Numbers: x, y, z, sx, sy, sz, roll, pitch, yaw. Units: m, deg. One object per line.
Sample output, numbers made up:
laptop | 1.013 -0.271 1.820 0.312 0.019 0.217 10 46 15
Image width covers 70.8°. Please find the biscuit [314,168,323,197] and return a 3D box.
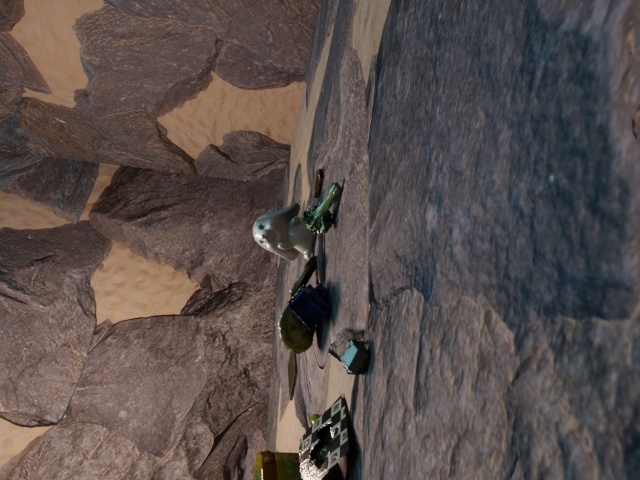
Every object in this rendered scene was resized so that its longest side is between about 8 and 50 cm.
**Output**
biscuit | -0.008 -0.249 1.975 0.119 0.019 0.130 -111 29 -69

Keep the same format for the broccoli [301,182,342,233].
broccoli | 0.018 -0.114 1.566 0.204 0.118 0.122 -56 -5 38

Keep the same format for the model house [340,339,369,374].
model house | 0.084 0.281 1.047 0.058 0.057 0.083 41 108 47

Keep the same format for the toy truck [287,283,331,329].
toy truck | -0.034 0.213 1.537 0.126 0.113 0.208 -42 4 10

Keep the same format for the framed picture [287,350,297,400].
framed picture | -0.141 0.634 2.236 0.250 0.016 0.184 -106 24 -64

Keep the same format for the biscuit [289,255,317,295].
biscuit | -0.055 0.141 1.780 0.182 0.034 0.215 -58 -6 8

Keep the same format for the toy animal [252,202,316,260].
toy animal | -0.144 -0.047 1.998 0.249 0.289 0.174 -61 12 9

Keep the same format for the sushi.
sushi | 0.020 0.523 1.141 0.193 0.040 0.210 -49 13 11

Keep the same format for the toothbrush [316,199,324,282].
toothbrush | 0.000 0.000 1.754 0.037 0.028 0.376 122 153 -53

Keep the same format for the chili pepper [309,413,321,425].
chili pepper | -0.014 0.589 1.463 0.208 0.043 0.049 122 128 -79

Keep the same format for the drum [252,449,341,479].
drum | -0.077 0.781 1.187 0.431 0.214 0.432 -173 90 -81

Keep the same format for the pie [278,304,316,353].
pie | -0.086 0.303 1.665 0.201 0.089 0.248 69 -152 -18
